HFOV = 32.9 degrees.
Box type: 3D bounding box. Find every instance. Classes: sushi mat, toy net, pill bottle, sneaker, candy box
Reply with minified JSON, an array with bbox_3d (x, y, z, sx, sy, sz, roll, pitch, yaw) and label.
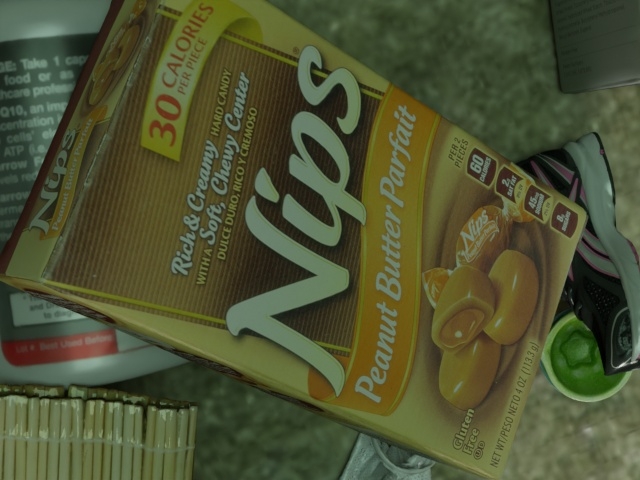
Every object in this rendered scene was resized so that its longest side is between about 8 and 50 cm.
[{"bbox_3d":[-0.154,0.237,0.617,0.151,0.019,0.317,3,99,-7],"label":"sushi mat"},{"bbox_3d":[0.105,0.104,0.775,0.232,0.045,0.122,-35,98,-3],"label":"toy net"},{"bbox_3d":[-0.158,-0.062,0.669,0.161,0.161,0.283,-8,96,-7],"label":"pill bottle"},{"bbox_3d":[0.173,0.014,0.748,0.077,0.072,0.178,-12,57,7],"label":"sneaker"},{"bbox_3d":[0.000,0.000,0.626,0.316,0.087,0.183,28,76,-31],"label":"candy box"}]

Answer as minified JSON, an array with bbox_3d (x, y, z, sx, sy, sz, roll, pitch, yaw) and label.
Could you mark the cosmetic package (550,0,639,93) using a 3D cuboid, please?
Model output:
[{"bbox_3d":[0.242,-0.201,0.713,0.151,0.151,0.184,-10,96,-7],"label":"cosmetic package"}]
